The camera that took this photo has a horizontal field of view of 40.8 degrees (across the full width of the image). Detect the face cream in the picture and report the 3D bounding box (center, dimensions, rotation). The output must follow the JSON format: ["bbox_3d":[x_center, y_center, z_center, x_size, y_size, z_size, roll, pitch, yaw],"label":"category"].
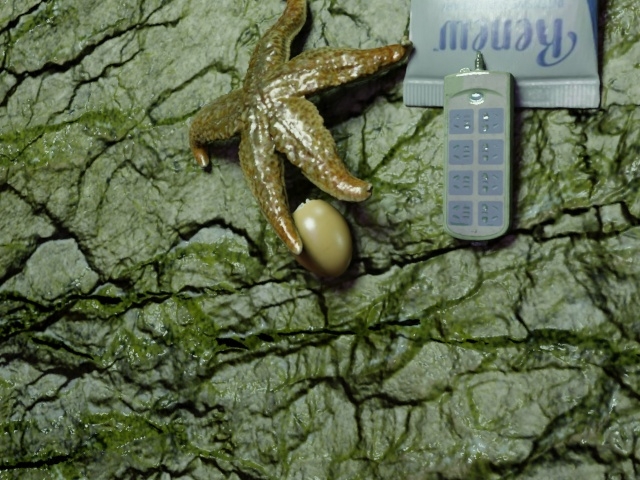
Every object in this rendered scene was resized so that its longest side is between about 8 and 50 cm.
[{"bbox_3d":[0.214,-0.365,0.992,0.235,0.137,0.420,5,99,24],"label":"face cream"}]

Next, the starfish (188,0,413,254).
[{"bbox_3d":[-0.052,-0.162,1.071,0.327,0.094,0.375,-3,70,34],"label":"starfish"}]

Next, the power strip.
[{"bbox_3d":[0.182,-0.106,0.996,0.080,0.029,0.227,1,94,25],"label":"power strip"}]

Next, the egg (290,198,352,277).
[{"bbox_3d":[0.000,0.000,1.059,0.080,0.080,0.096,-36,70,18],"label":"egg"}]
